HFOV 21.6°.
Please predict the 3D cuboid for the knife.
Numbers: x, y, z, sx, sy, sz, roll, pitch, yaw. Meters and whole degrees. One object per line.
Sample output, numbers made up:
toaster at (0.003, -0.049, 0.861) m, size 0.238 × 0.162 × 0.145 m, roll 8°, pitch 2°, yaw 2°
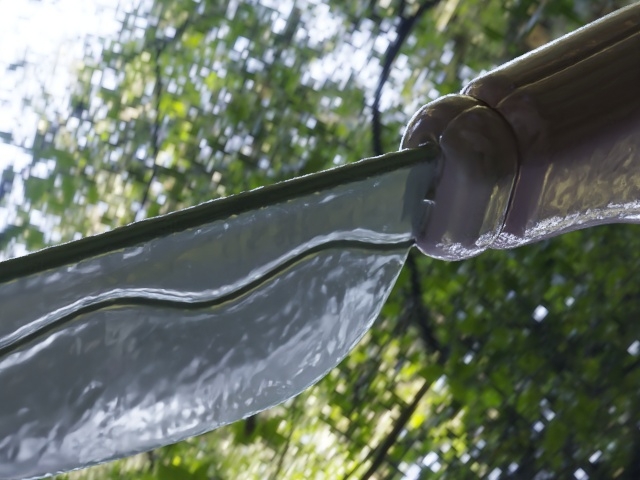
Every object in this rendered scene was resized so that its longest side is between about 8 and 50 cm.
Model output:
knife at (0.000, 0.002, 0.394) m, size 0.336 × 0.081 × 0.043 m, roll -19°, pitch -136°, yaw -33°
